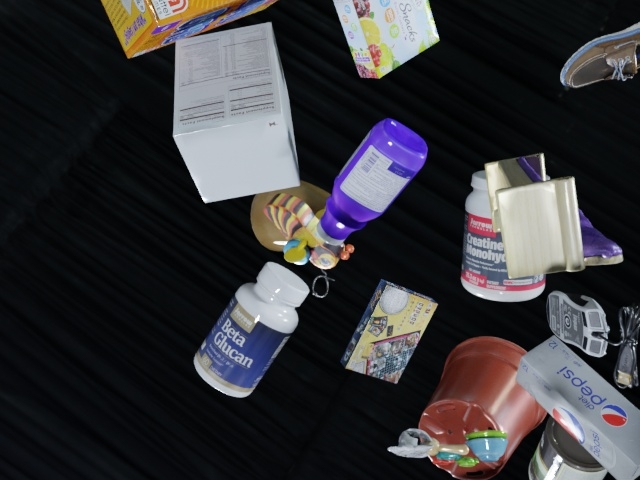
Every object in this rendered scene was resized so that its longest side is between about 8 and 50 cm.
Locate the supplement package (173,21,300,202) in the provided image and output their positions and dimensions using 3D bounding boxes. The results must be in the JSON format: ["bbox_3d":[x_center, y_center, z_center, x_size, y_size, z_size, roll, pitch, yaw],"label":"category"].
[{"bbox_3d":[-0.162,-0.249,1.232,0.199,0.198,0.263,76,4,-55],"label":"supplement package"}]

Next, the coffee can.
[{"bbox_3d":[0.749,0.647,1.881,0.201,0.201,0.275,-52,152,-37],"label":"coffee can"}]

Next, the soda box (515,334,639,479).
[{"bbox_3d":[0.522,0.326,1.237,0.098,0.286,0.091,-27,139,-20],"label":"soda box"}]

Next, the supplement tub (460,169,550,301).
[{"bbox_3d":[0.423,-0.014,1.439,0.191,0.191,0.272,-42,134,-66],"label":"supplement tub"}]

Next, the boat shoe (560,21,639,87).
[{"bbox_3d":[0.480,-0.294,1.015,0.183,0.066,0.066,-28,137,6],"label":"boat shoe"}]

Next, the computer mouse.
[{"bbox_3d":[0.350,0.107,0.804,0.193,0.042,0.106,-123,-154,-77],"label":"computer mouse"}]

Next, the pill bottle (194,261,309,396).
[{"bbox_3d":[-0.089,0.117,0.848,0.169,0.094,0.094,-56,173,10],"label":"pill bottle"}]

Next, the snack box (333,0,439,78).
[{"bbox_3d":[0.126,-0.451,1.235,0.174,0.070,0.207,-35,121,-21],"label":"snack box"}]

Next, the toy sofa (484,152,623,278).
[{"bbox_3d":[0.395,-0.062,1.117,0.362,0.177,0.150,-49,129,-72],"label":"toy sofa"}]

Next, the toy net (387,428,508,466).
[{"bbox_3d":[0.200,0.341,1.051,0.122,0.232,0.045,-37,-135,50],"label":"toy net"}]

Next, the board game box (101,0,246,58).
[{"bbox_3d":[-0.264,-0.609,1.228,0.356,0.356,0.356,-28,-163,-20],"label":"board game box"}]

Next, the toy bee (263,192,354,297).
[{"bbox_3d":[0.000,0.000,1.565,0.162,0.298,0.195,-9,-125,41],"label":"toy bee"}]

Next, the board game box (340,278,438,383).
[{"bbox_3d":[0.177,0.238,1.629,0.243,0.165,0.042,-64,-157,9],"label":"board game box"}]

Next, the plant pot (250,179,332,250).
[{"bbox_3d":[-0.038,-0.068,1.880,0.237,0.254,0.237,-8,102,-40],"label":"plant pot"}]

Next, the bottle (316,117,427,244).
[{"bbox_3d":[0.088,-0.102,1.234,0.283,0.118,0.092,-53,-169,38],"label":"bottle"}]

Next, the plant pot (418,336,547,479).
[{"bbox_3d":[0.373,0.403,1.484,0.265,0.272,0.272,-27,151,-55],"label":"plant pot"}]
